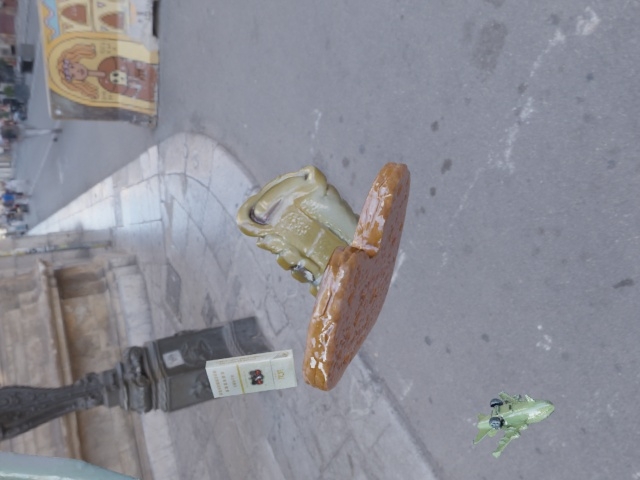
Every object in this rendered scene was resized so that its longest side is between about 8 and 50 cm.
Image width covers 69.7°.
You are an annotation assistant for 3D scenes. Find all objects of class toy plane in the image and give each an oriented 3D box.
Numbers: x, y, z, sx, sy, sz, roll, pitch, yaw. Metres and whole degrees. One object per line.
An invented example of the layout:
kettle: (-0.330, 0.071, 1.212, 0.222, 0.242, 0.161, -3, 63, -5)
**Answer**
toy plane: (0.239, 0.222, 0.579, 0.040, 0.102, 0.111, 41, 126, -6)

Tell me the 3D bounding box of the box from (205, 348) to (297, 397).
box: (-0.132, 0.261, 0.902, 0.024, 0.166, 0.090, -102, 7, -55)

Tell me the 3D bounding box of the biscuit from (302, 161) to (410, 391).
biscuit: (0.037, 0.025, 0.441, 0.036, 0.192, 0.187, 17, 117, 19)

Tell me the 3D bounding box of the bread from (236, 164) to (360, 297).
bread: (0.000, 0.000, 0.648, 0.225, 0.134, 0.081, 45, 179, -11)

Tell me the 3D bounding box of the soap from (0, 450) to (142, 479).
soap: (-0.441, 0.437, 0.631, 0.261, 0.445, 0.156, -131, 55, -71)
